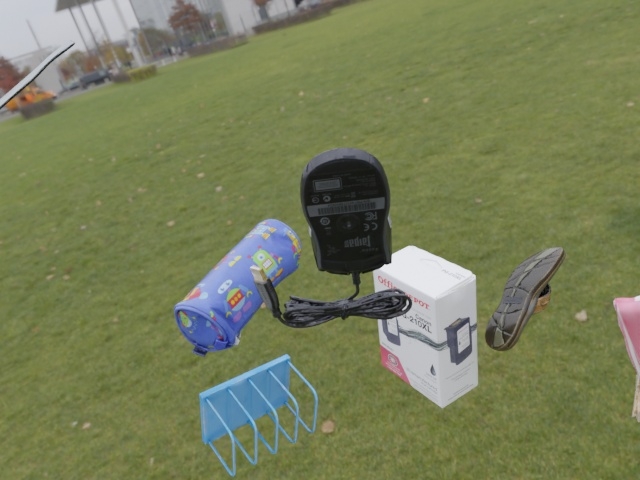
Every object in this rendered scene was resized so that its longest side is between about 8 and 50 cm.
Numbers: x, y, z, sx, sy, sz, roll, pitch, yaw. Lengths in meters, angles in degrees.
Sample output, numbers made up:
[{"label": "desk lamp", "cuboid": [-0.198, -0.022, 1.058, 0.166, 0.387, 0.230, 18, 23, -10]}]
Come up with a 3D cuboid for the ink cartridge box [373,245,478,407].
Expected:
[{"label": "ink cartridge box", "cuboid": [0.190, 0.151, 1.075, 0.100, 0.237, 0.172, -23, 30, -27]}]

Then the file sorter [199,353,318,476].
[{"label": "file sorter", "cuboid": [-0.100, 0.295, 0.994, 0.170, 0.118, 0.104, -19, 41, -32]}]

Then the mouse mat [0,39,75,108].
[{"label": "mouse mat", "cuboid": [-0.346, -0.159, 0.654, 0.190, 0.007, 0.153, -45, 30, -5]}]

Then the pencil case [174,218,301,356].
[{"label": "pencil case", "cuboid": [-0.152, 0.086, 1.161, 0.306, 0.133, 0.119, -51, 3, -42]}]

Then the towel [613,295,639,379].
[{"label": "towel", "cuboid": [0.331, 0.094, 0.424, 0.197, 0.144, 0.029, -14, 17, 49]}]

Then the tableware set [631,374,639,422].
[{"label": "tableware set", "cuboid": [0.409, 0.163, 0.726, 0.020, 0.141, 0.169, 11, 0, 17]}]

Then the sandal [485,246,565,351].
[{"label": "sandal", "cuboid": [0.367, 0.106, 1.038, 0.219, 0.060, 0.090, -59, 20, -18]}]

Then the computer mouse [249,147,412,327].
[{"label": "computer mouse", "cuboid": [0.000, 0.000, 0.698, 0.184, 0.262, 0.060, -10, 40, 9]}]
